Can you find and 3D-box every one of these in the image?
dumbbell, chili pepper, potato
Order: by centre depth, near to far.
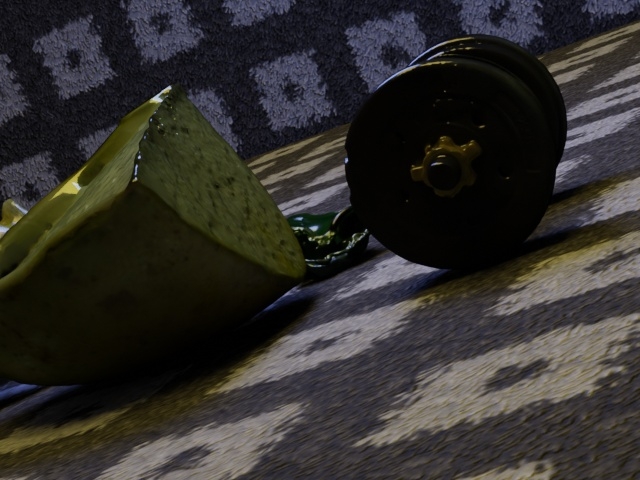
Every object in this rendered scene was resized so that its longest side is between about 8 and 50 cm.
[{"bbox_3d":[0.129,-0.088,1.563,0.185,0.185,0.388,-20,6,13],"label":"dumbbell"},{"bbox_3d":[-0.186,0.045,1.596,0.280,0.213,0.330,-38,14,12],"label":"potato"},{"bbox_3d":[-0.001,-0.003,1.818,0.108,0.062,0.216,-16,6,-7],"label":"chili pepper"}]

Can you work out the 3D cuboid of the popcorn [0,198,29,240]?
[{"bbox_3d":[-0.354,0.055,1.933,0.185,0.167,0.187,-12,49,-16],"label":"popcorn"}]
